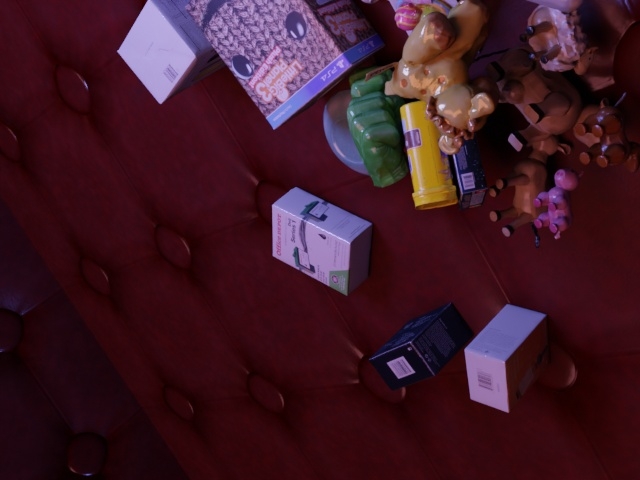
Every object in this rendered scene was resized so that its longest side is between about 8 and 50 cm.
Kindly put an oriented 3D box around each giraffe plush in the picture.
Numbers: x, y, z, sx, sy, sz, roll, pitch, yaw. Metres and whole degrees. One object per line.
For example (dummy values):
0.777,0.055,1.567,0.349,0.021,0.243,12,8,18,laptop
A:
0.202,-0.236,1.403,0.170,0.210,0.181,54,175,15,giraffe plush

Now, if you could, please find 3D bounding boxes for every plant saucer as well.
0.073,-0.208,1.871,0.195,0.037,0.194,25,136,27,plant saucer

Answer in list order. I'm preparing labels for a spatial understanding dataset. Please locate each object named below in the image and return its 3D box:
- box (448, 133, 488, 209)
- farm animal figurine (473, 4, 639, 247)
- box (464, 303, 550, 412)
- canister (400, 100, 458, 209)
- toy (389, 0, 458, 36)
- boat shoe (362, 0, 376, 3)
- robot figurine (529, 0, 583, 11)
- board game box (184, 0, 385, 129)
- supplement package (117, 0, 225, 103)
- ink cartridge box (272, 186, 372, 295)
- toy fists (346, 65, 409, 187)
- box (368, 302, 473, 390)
0.237,-0.180,1.576,0.159,0.044,0.233,46,-147,-79,box
0.380,-0.185,1.501,0.326,0.172,0.330,61,150,6,farm animal figurine
0.372,0.230,1.826,0.091,0.170,0.130,15,130,38,box
0.181,-0.143,1.559,0.073,0.126,0.169,-10,86,8,canister
0.165,-0.378,1.542,0.137,0.056,0.237,18,159,33,toy
0.122,-0.445,1.586,0.063,0.066,0.184,57,153,0,boat shoe
0.329,-0.466,1.246,0.354,0.200,0.299,16,103,15,robot figurine
-0.069,-0.402,1.736,0.232,0.141,0.291,-35,94,40,board game box
-0.269,-0.421,1.898,0.149,0.203,0.194,51,143,-2,supplement package
0.000,0.000,2.066,0.219,0.092,0.160,26,135,27,ink cartridge box
0.108,-0.223,1.662,0.096,0.279,0.142,-20,121,19,toy fists
0.217,0.229,1.987,0.093,0.158,0.156,54,142,-3,box
